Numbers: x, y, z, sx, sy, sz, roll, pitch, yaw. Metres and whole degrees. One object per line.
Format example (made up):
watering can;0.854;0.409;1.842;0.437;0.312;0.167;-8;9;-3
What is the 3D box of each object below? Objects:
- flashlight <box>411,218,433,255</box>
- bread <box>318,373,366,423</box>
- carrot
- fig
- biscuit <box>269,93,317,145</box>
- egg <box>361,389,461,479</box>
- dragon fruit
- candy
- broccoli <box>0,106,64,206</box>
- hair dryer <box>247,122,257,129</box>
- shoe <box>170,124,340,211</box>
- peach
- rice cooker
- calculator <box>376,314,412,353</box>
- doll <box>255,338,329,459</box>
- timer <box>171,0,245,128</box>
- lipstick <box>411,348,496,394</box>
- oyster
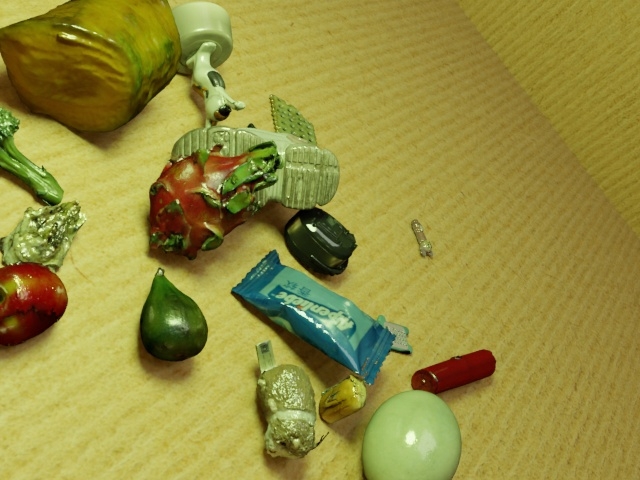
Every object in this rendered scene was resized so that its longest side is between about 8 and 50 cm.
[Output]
flashlight;0.271;-0.008;2.040;0.052;0.031;0.110;6;55;-44
bread;0.041;0.304;1.465;0.053;0.106;0.072;26;44;-32
carrot;-0.413;-0.330;1.409;0.241;0.241;0.341;44;36;-10
fig;-0.260;0.126;1.308;0.117;0.117;0.177;13;34;-40
biscuit;-0.060;-0.266;1.921;0.144;0.016;0.203;18;48;-37
egg;0.175;0.392;1.463;0.186;0.186;0.253;44;41;-10
dragon fruit;-0.195;-0.078;1.416;0.198;0.269;0.200;56;26;-50
candy;-0.004;0.145;1.532;0.331;0.077;0.187;30;34;9
broccoli;-0.510;-0.137;1.279;0.204;0.122;0.118;48;49;-29
hair dryer;-0.166;-0.238;1.779;0.083;0.031;0.079;-16;61;-43
shoe;-0.148;-0.155;1.627;0.350;0.172;0.198;9;14;-20
peach;-0.443;0.100;1.137;0.092;0.127;0.172;55;10;19
rice cooker;0.000;0.000;1.685;0.165;0.106;0.112;36;34;-3
calculator;0.156;0.215;1.738;0.141;0.019;0.094;19;50;-37
doll;-0.066;0.286;1.372;0.114;0.105;0.221;-16;56;-8
timer;-0.250;-0.364;1.680;0.175;0.175;0.266;2;62;-46
lipstick;0.317;0.308;1.787;0.279;0.073;0.073;-4;62;-49
oyster;-0.454;-0.008;1.252;0.108;0.053;0.166;28;48;-13
